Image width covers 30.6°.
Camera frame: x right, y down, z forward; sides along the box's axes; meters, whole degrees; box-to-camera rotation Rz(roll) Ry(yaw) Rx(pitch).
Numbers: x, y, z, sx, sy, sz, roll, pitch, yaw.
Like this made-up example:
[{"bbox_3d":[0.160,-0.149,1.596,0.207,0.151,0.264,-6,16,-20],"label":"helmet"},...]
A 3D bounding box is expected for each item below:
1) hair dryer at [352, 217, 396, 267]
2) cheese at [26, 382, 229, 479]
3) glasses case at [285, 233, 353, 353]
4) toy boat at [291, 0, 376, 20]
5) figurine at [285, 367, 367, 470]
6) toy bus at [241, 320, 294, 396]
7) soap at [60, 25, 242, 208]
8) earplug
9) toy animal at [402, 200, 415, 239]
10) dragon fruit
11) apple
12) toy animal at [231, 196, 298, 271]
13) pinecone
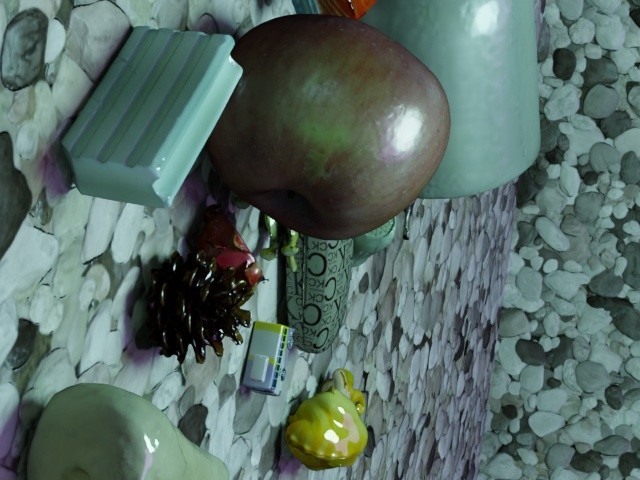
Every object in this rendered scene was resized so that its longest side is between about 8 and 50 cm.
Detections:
[{"bbox_3d":[0.120,-0.062,1.921,0.237,0.075,0.206,-50,177,-18],"label":"hair dryer"},{"bbox_3d":[-0.214,0.283,1.187,0.251,0.174,0.248,74,23,-51],"label":"cheese"},{"bbox_3d":[0.000,0.000,1.762,0.137,0.085,0.354,-44,138,-63],"label":"glasses case"},{"bbox_3d":[-0.026,-0.434,1.470,0.145,0.133,0.332,-51,134,-45],"label":"toy boat"},{"bbox_3d":[0.018,0.293,1.911,0.246,0.131,0.156,-64,171,-63],"label":"figurine"},{"bbox_3d":[-0.076,0.170,1.684,0.058,0.052,0.102,36,64,-67],"label":"toy bus"},{"bbox_3d":[-0.172,-0.131,1.198,0.066,0.119,0.198,75,32,-48],"label":"soap"},{"bbox_3d":[0.176,-0.303,1.804,0.312,0.313,0.394,-56,145,-49],"label":"earplug"},{"bbox_3d":[0.167,-0.135,2.155,0.243,0.087,0.260,68,40,-57],"label":"toy animal"},{"bbox_3d":[-0.121,0.019,1.462,0.068,0.126,0.112,-33,156,-4],"label":"dragon fruit"},{"bbox_3d":[0.007,-0.133,1.429,0.306,0.306,0.235,60,45,-59],"label":"apple"},{"bbox_3d":[-0.053,-0.058,1.626,0.181,0.073,0.136,68,29,-49],"label":"toy animal"},{"bbox_3d":[-0.141,0.078,1.374,0.140,0.121,0.140,6,90,-78],"label":"pinecone"}]
